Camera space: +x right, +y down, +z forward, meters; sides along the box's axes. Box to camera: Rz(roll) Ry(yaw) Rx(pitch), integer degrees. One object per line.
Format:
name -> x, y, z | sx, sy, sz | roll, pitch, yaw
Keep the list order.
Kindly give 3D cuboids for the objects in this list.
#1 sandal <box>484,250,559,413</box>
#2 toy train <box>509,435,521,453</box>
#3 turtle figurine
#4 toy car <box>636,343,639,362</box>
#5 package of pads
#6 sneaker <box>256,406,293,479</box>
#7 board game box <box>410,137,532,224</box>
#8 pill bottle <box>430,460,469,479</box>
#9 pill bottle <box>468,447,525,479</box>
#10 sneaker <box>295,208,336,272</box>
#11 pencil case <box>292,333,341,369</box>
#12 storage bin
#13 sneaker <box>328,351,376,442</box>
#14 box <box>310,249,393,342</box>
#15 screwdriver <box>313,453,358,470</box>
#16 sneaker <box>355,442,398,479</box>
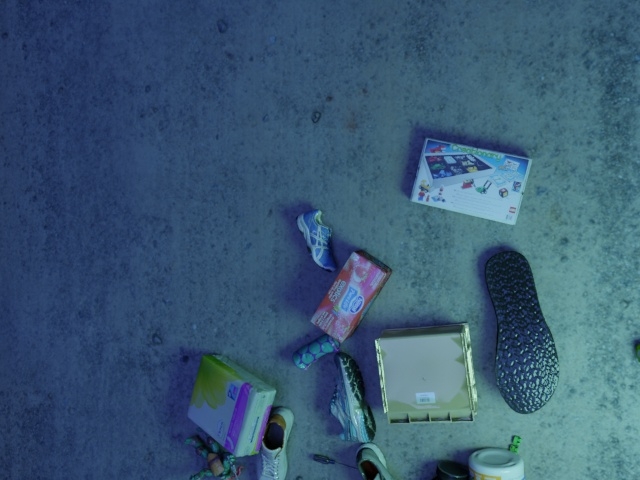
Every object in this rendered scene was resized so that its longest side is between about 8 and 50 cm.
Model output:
sandal -> 0.566, 0.253, 1.591 | 0.167, 0.107, 0.446 | -7, 76, 19
toy train -> 0.558, 0.603, 1.633 | 0.023, 0.017, 0.083 | 19, 97, 26
turtle figurine -> -0.355, 0.736, 1.875 | 0.175, 0.118, 0.234 | -38, 64, 0
toy car -> 0.916, 0.370, 1.458 | 0.154, 0.149, 0.189 | -2, 102, 7
package of pads -> -0.291, 0.527, 1.815 | 0.296, 0.101, 0.229 | 21, 98, 40
sneaker -> -0.163, 0.688, 1.810 | 0.105, 0.123, 0.290 | 9, 95, 15
board game box -> 0.432, -0.172, 1.638 | 0.305, 0.053, 0.193 | 15, 96, 17
pill bottle -> 0.367, 0.767, 1.641 | 0.122, 0.123, 0.219 | 11, 94, 17
pill bottle -> 0.499, 0.741, 1.582 | 0.152, 0.152, 0.272 | -4, 91, 18
sneaker -> 0.000, 0.000, 1.765 | 0.081, 0.080, 0.211 | -29, 84, 19
pencil case -> -0.012, 0.349, 1.784 | 0.151, 0.064, 0.070 | -34, 65, 16
storage bin -> 0.311, 0.389, 1.653 | 0.262, 0.123, 0.261 | -7, 90, 17
sneaker -> 0.072, 0.488, 1.739 | 0.122, 0.110, 0.283 | -16, 86, 21
box -> 0.096, 0.167, 1.713 | 0.122, 0.128, 0.257 | 34, 100, 14
screwdriver -> 0.060, 0.710, 1.797 | 0.169, 0.025, 0.024 | 11, 94, 8
sneaker -> 0.193, 0.748, 1.706 | 0.100, 0.108, 0.272 | -41, 81, 12
